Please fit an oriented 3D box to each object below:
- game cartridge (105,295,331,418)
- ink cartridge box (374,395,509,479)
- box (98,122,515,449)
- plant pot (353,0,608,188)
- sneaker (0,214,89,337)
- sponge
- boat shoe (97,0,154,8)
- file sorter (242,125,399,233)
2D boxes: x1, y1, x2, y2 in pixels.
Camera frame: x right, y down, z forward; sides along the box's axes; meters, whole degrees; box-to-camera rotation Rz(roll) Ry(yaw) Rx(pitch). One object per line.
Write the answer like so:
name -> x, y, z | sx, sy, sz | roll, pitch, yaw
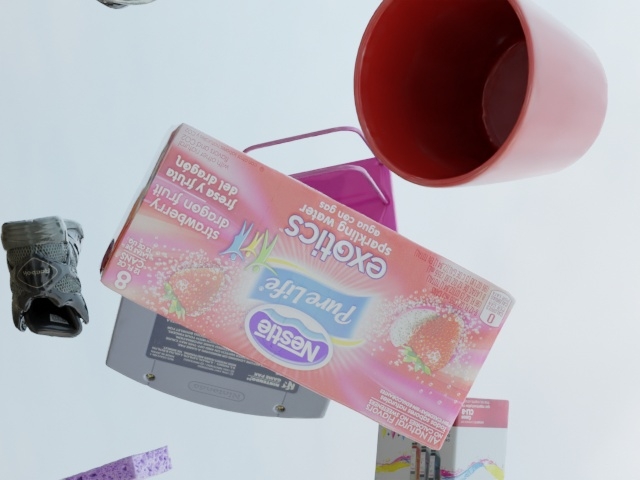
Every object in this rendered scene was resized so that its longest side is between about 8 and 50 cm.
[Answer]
game cartridge -> -0.117, 0.131, 1.844 | 0.062, 0.297, 0.198 | -83, -170, -48
ink cartridge box -> 0.156, 0.289, 1.882 | 0.128, 0.127, 0.176 | 0, -97, 38
box -> -0.016, 0.034, 1.168 | 0.142, 0.300, 0.154 | -63, -170, -1
plant pot -> 0.217, -0.188, 1.813 | 0.275, 0.243, 0.274 | -5, -97, 40
sneaker -> -0.297, 0.039, 1.567 | 0.227, 0.087, 0.130 | -171, -104, -83
sponge -> -0.280, 0.279, 1.628 | 0.117, 0.210, 0.031 | 6, 66, -76
boat shoe -> -0.145, -0.238, 1.110 | 0.335, 0.121, 0.119 | 18, -65, 33
file sorter -> 0.000, 0.000, 2.135 | 0.182, 0.202, 0.290 | 45, 37, -65
